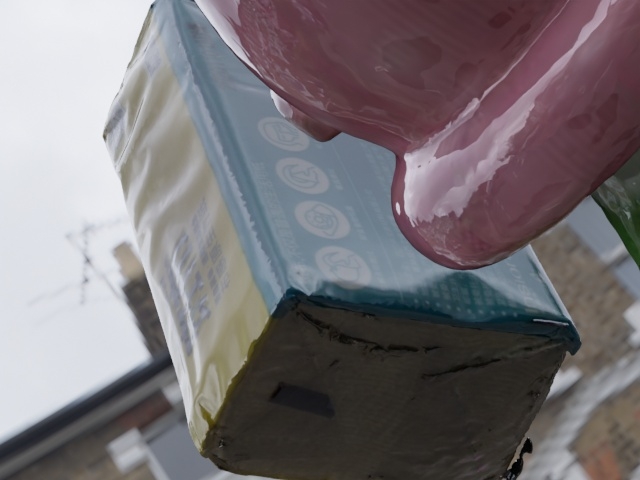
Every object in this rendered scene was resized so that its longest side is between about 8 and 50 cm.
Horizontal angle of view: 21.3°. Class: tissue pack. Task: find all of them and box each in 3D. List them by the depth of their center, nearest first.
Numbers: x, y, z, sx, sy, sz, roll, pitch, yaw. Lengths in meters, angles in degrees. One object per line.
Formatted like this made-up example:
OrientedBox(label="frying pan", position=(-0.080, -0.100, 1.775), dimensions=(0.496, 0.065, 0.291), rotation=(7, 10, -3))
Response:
OrientedBox(label="tissue pack", position=(0.000, 0.000, 0.940), dimensions=(0.192, 0.271, 0.134), rotation=(9, -54, -27))

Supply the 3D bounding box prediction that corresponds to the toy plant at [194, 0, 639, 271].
OrientedBox(label="toy plant", position=(0.130, -0.075, 0.690), dimensions=(0.210, 0.356, 0.317), rotation=(-53, 7, 29))
